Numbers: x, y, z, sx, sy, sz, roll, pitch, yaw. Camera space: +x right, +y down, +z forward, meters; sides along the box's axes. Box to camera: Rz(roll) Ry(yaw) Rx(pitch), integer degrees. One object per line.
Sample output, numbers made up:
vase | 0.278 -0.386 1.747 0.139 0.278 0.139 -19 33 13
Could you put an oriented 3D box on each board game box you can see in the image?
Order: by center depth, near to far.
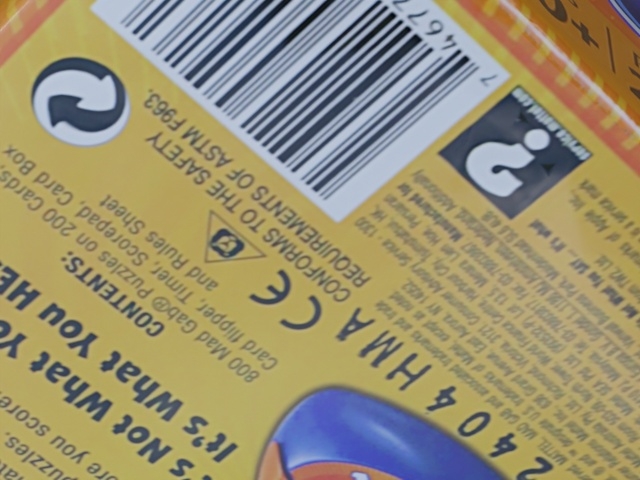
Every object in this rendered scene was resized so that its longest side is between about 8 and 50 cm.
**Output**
board game box | 0.000 0.000 0.675 0.356 0.356 0.356 40 116 -20
